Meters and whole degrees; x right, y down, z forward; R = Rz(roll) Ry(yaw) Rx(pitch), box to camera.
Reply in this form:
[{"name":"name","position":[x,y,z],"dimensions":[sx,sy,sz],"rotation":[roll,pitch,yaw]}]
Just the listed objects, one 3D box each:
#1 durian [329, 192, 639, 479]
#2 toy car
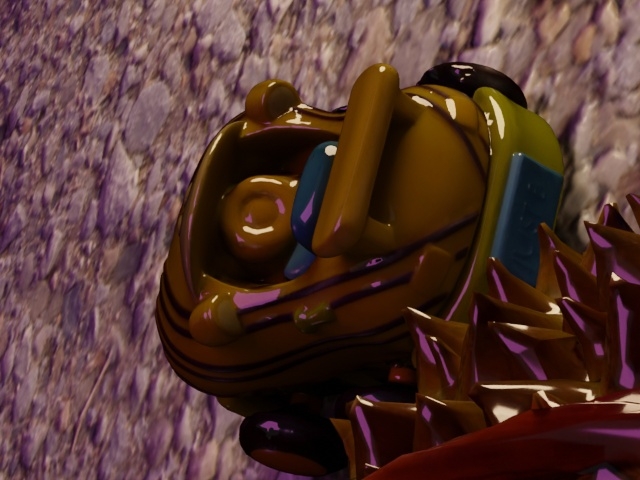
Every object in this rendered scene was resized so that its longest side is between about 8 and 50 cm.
[{"name":"durian","position":[0.124,0.165,0.450],"dimensions":[0.347,0.347,0.384],"rotation":[-29,71,50]},{"name":"toy car","position":[0.000,0.000,0.985],"dimensions":[0.248,0.142,0.200],"rotation":[-22,48,52]}]
